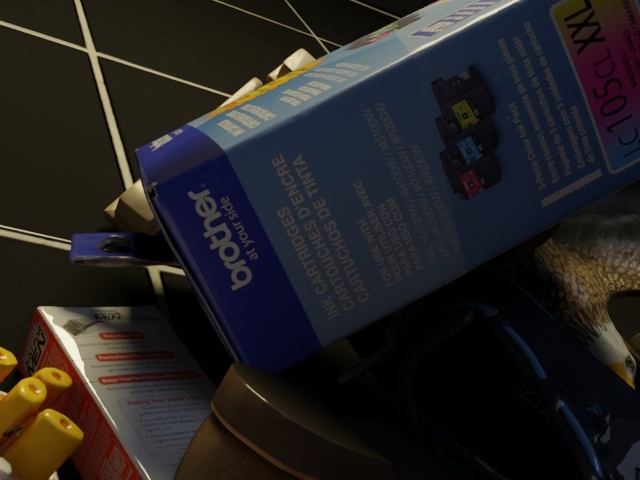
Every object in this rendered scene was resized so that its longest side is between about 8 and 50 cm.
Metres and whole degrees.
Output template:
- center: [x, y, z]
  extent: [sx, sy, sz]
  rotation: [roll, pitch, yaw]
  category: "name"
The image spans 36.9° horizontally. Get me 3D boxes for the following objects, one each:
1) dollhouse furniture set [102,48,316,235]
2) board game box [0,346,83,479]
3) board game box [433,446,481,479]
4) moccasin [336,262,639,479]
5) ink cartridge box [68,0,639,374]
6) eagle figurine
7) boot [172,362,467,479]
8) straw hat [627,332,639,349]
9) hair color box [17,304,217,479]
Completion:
- center: [0.000, 0.000, 0.977]
  extent: [0.303, 0.174, 0.355]
  rotation: [42, 54, 4]
  category: "dollhouse furniture set"
- center: [-0.205, 0.115, 0.319]
  extent: [0.390, 0.050, 0.390]
  rotation: [35, 12, -42]
  category: "board game box"
- center: [0.200, 0.206, 0.735]
  extent: [0.210, 0.047, 0.160]
  rotation: [35, 24, 22]
  category: "board game box"
- center: [0.103, 0.080, 0.664]
  extent: [0.116, 0.138, 0.342]
  rotation: [9, 13, -40]
  category: "moccasin"
- center: [0.017, -0.051, 0.698]
  extent: [0.151, 0.395, 0.270]
  rotation: [63, -7, -14]
  category: "ink cartridge box"
- center: [0.238, 0.050, 0.857]
  extent: [0.298, 0.225, 0.226]
  rotation: [4, -11, -39]
  category: "eagle figurine"
- center: [0.028, 0.175, 0.575]
  extent: [0.305, 0.115, 0.112]
  rotation: [31, 1, -39]
  category: "boot"
- center: [0.405, 0.127, 1.022]
  extent: [0.144, 0.144, 0.061]
  rotation: [9, 65, -36]
  category: "straw hat"
- center: [-0.112, 0.110, 0.599]
  extent: [0.093, 0.053, 0.167]
  rotation: [3, 34, -44]
  category: "hair color box"
